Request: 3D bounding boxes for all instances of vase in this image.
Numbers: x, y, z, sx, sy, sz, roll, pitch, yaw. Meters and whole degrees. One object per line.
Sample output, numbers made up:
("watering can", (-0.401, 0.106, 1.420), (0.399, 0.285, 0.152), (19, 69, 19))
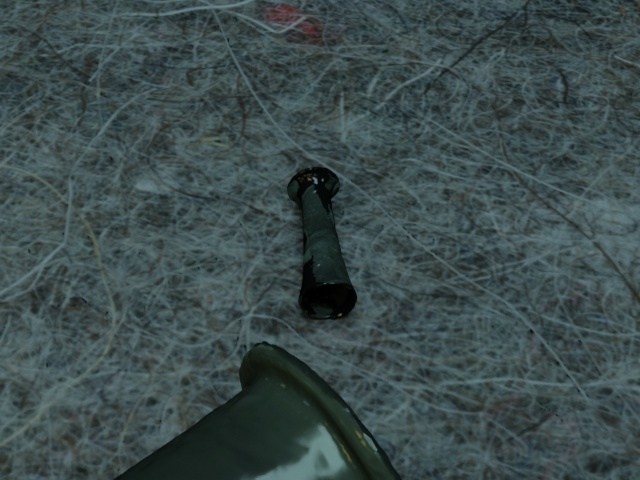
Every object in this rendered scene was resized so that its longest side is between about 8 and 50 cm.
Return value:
("vase", (0.000, 0.000, 1.154), (0.059, 0.059, 0.167), (-1, 47, -6))
("vase", (-0.098, 0.244, 0.812), (0.291, 0.245, 0.245), (-30, 56, -21))
